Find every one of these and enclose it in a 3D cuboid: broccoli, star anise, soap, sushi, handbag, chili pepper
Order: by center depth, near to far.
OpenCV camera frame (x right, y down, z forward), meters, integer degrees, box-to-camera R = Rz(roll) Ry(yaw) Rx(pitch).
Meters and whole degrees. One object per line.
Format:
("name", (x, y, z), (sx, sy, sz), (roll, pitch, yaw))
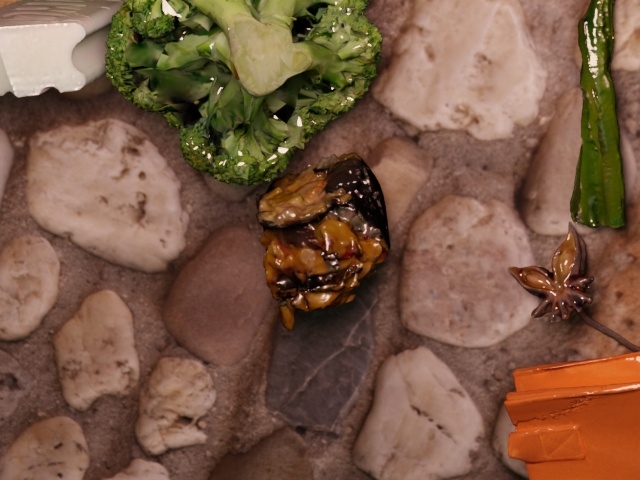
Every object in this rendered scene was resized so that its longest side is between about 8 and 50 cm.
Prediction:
("broccoli", (-0.100, -0.275, 1.592), (0.310, 0.321, 0.413), (14, 121, 39))
("chili pepper", (0.391, -0.190, 1.622), (0.085, 0.076, 0.359), (15, 114, 35))
("soap", (-0.375, -0.281, 1.654), (0.173, 0.289, 0.095), (4, 112, 13))
("sushi", (-0.003, 0.003, 1.714), (0.213, 0.200, 0.204), (-12, 113, 23))
("star anise", (0.418, 0.093, 1.739), (0.227, 0.218, 0.148), (33, 82, -42))
("handbag", (0.455, 0.365, 1.759), (0.303, 0.116, 0.410), (-10, 112, 21))
